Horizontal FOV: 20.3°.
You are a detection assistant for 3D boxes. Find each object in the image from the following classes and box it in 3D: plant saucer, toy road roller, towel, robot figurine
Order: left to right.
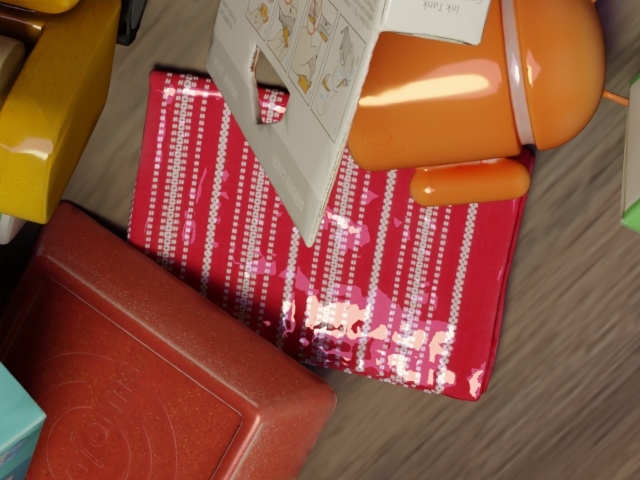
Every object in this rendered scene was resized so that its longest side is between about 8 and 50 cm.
[{"bbox_3d":[-0.211,-0.188,1.046,0.202,0.329,0.240,15,133,0],"label":"toy road roller"},{"bbox_3d":[-0.154,0.145,1.247,0.259,0.048,0.258,34,105,20],"label":"plant saucer"},{"bbox_3d":[0.000,0.000,1.249,0.275,0.031,0.199,12,112,3],"label":"towel"},{"bbox_3d":[0.086,-0.110,1.143,0.219,0.128,0.158,-7,71,10],"label":"robot figurine"}]

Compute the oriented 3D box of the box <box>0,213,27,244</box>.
[{"bbox_3d":[-0.228,-0.070,1.212,0.087,0.102,0.101,18,114,2],"label":"box"}]

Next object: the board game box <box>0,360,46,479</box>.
[{"bbox_3d":[-0.324,0.052,1.153,0.336,0.079,0.254,48,153,10],"label":"board game box"}]

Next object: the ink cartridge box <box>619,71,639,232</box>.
[{"bbox_3d":[0.357,-0.049,1.063,0.289,0.121,0.211,24,141,-18],"label":"ink cartridge box"}]

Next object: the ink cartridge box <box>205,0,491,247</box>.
[{"bbox_3d":[0.016,-0.169,1.037,0.066,0.296,0.261,6,113,-19],"label":"ink cartridge box"}]
